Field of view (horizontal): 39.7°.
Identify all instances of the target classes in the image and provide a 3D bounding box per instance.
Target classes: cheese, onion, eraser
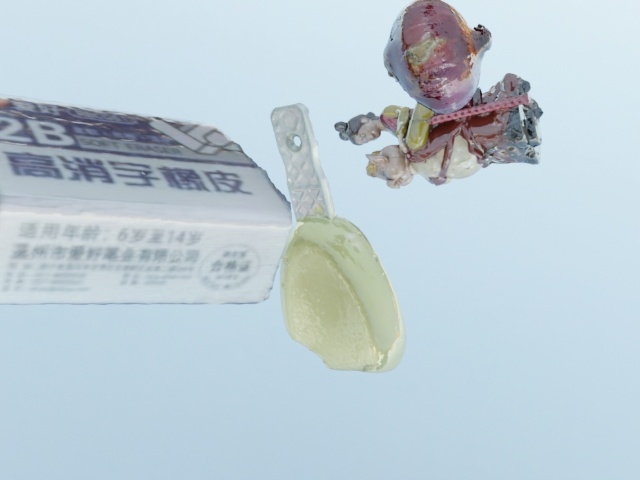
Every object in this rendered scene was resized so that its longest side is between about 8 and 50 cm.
[{"bbox_3d":[0.000,0.000,0.813,0.127,0.256,0.050,-4,-163,40],"label":"cheese"},{"bbox_3d":[0.106,-0.167,0.794,0.097,0.107,0.107,-25,-134,14],"label":"onion"},{"bbox_3d":[-0.133,-0.024,0.459,0.210,0.068,0.124,2,-148,-37],"label":"eraser"}]

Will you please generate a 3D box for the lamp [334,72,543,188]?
[{"bbox_3d":[0.127,-0.117,1.022,0.253,0.118,0.118,-9,-140,25],"label":"lamp"}]
